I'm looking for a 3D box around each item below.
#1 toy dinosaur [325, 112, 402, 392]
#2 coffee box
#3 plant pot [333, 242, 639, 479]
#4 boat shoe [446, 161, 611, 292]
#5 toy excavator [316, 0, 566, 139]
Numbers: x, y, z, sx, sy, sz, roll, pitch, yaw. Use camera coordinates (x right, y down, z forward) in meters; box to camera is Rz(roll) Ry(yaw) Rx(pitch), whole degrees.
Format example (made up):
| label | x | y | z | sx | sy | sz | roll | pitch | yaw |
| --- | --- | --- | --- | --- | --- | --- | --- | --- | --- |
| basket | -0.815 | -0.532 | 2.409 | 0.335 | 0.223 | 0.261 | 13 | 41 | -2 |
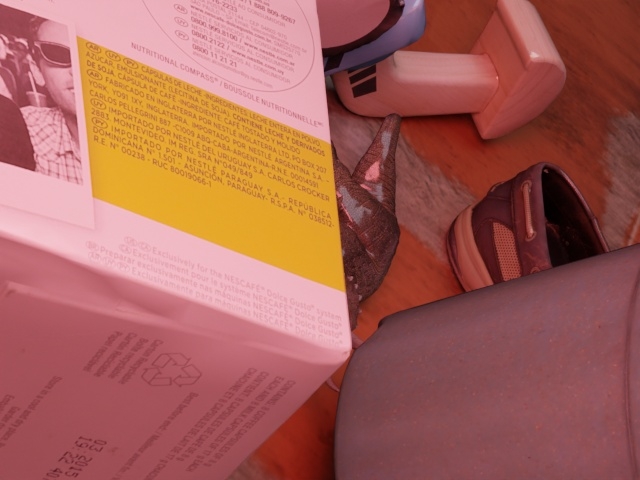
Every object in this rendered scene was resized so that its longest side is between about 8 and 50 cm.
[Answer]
| label | x | y | z | sx | sy | sz | roll | pitch | yaw |
| --- | --- | --- | --- | --- | --- | --- | --- | --- | --- |
| toy dinosaur | 0.000 | 0.000 | 1.541 | 0.160 | 0.121 | 0.313 | 53 | 32 | -9 |
| coffee box | -0.218 | -0.021 | 1.155 | 0.338 | 0.337 | 0.334 | 20 | 44 | -28 |
| plant pot | 0.212 | 0.149 | 1.337 | 0.341 | 0.334 | 0.341 | 21 | 63 | -51 |
| boat shoe | 0.225 | 0.073 | 1.606 | 0.132 | 0.130 | 0.355 | 5 | 44 | -40 |
| toy excavator | 0.001 | -0.188 | 1.626 | 0.433 | 0.445 | 0.222 | -20 | 65 | -5 |
